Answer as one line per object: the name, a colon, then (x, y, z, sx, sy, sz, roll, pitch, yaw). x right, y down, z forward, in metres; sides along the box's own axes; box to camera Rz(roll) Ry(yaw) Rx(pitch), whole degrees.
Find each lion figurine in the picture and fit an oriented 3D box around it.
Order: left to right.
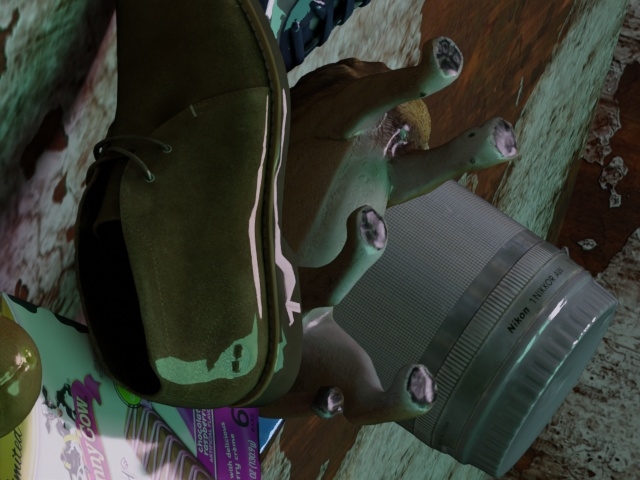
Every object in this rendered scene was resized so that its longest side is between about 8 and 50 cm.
lion figurine: (0.000, 0.000, 1.341, 0.240, 0.142, 0.392, -21, -152, 42)

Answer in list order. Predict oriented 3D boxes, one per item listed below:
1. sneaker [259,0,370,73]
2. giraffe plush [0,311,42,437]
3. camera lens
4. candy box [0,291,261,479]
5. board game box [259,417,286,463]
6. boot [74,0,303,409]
sneaker: (0.020, -0.212, 1.409, 0.112, 0.131, 0.319, 81, 33, -71)
giraffe plush: (-0.211, 0.083, 0.971, 0.210, 0.181, 0.170, 57, 33, -29)
camera lens: (0.107, 0.063, 1.788, 0.219, 0.274, 0.219, -50, 165, -19)
candy box: (-0.129, 0.142, 1.130, 0.233, 0.071, 0.159, 26, 52, -47)
board game box: (-0.154, 0.259, 1.360, 0.302, 0.086, 0.308, -55, 175, -44)
boot: (-0.090, -0.051, 1.140, 0.115, 0.112, 0.305, 1, 76, -46)
